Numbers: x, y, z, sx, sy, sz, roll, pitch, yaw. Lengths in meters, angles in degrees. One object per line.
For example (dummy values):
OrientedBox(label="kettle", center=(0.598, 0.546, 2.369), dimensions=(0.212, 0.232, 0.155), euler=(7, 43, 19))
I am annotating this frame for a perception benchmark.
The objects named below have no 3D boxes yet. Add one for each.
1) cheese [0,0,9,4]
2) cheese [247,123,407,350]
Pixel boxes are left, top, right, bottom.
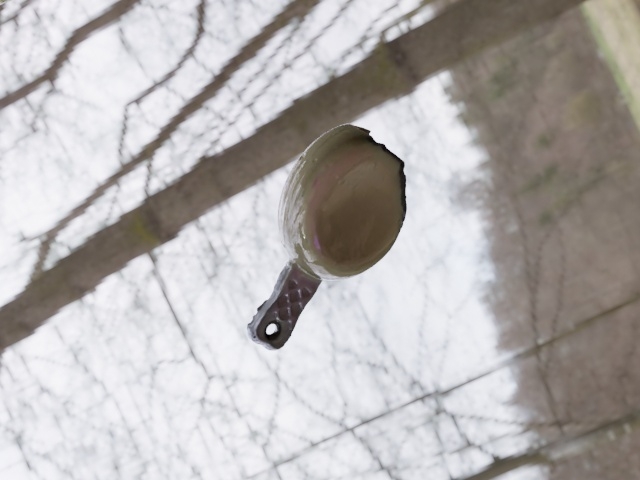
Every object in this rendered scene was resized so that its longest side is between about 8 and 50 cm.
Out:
OrientedBox(label="cheese", center=(-0.217, -0.184, 0.509), dimensions=(0.316, 0.128, 0.259), euler=(11, -108, -46))
OrientedBox(label="cheese", center=(0.006, 0.001, 0.981), dimensions=(0.092, 0.171, 0.047), euler=(9, -169, -36))
